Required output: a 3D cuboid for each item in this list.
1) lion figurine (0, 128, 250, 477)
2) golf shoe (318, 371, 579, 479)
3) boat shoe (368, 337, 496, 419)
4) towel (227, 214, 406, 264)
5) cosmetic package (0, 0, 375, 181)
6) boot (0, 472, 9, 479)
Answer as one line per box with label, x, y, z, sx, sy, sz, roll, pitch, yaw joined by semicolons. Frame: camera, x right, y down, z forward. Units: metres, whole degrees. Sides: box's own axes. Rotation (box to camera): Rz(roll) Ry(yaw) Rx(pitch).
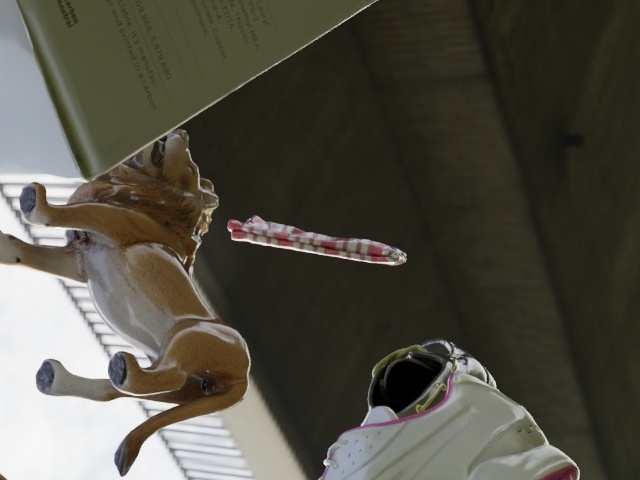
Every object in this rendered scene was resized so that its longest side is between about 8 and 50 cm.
lion figurine;-0.153;0.056;1.315;0.240;0.142;0.392;11;-138;-42
golf shoe;0.029;0.206;1.032;0.306;0.140;0.115;-26;-32;-12
boat shoe;0.097;0.147;1.353;0.091;0.109;0.305;55;-167;-10
towel;0.000;0.000;1.638;0.144;0.197;0.029;-9;-72;-84
cosmetic package;-0.085;-0.187;0.878;0.385;0.217;0.156;-35;-65;-35
boot;-0.233;0.295;1.106;0.112;0.115;0.305;-29;-86;-9
